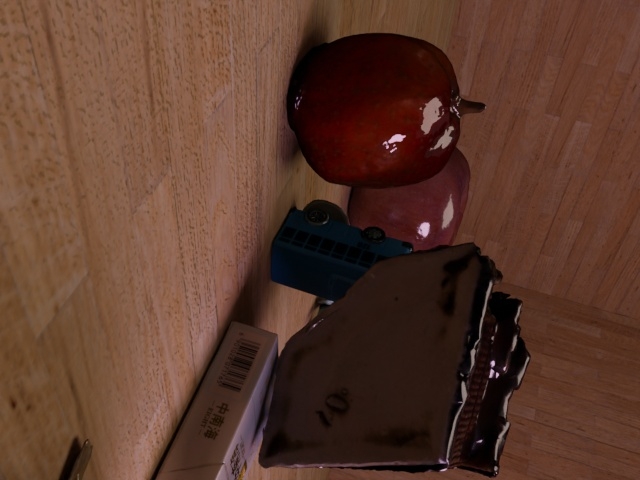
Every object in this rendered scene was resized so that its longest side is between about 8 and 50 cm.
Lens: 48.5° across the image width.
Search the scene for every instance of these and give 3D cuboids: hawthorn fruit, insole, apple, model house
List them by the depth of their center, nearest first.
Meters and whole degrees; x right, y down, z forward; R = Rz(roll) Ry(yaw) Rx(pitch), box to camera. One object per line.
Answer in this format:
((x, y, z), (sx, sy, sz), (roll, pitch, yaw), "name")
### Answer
((0.085, -0.167, 0.897), (0.215, 0.249, 0.215), (16, 71, -61), "hawthorn fruit")
((0.117, 0.163, 0.928), (0.282, 0.297, 0.317), (18, 81, -56), "model house")
((0.000, 0.001, 1.102), (0.232, 0.080, 0.003), (101, 15, -61), "insole")
((0.187, -0.091, 1.506), (0.305, 0.234, 0.306), (15, 90, -76), "apple")

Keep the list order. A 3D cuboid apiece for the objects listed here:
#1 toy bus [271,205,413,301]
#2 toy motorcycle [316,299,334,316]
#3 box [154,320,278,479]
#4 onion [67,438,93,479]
((0.029, 0.032, 0.999), (0.106, 0.184, 0.090), (-60, 162, -46), "toy bus")
((0.037, 0.224, 1.474), (0.260, 0.154, 0.206), (33, 50, -75), "toy motorcycle")
((-0.118, 0.240, 0.849), (0.155, 0.067, 0.243), (89, 18, -51), "box")
((-0.127, 0.375, 0.477), (0.358, 0.344, 0.358), (-45, 151, -34), "onion")
